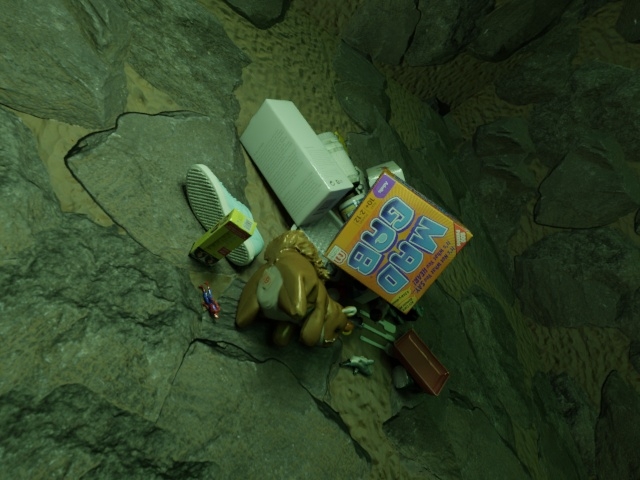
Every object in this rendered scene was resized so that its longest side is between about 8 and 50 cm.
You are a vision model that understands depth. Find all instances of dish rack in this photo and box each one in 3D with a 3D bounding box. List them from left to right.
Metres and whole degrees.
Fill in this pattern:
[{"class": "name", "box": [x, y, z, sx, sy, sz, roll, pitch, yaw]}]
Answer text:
[{"class": "dish rack", "box": [0.000, 0.000, 1.711, 0.285, 0.072, 0.332, 47, 38, -14]}]

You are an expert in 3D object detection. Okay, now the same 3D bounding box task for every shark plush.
[{"class": "shark plush", "box": [0.143, 0.479, 1.557, 0.161, 0.073, 0.067, 20, 81, -46]}]

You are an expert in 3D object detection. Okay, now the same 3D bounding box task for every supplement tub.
[{"class": "supplement tub", "box": [0.190, -0.104, 1.940, 0.144, 0.144, 0.199, -22, 82, -53]}]

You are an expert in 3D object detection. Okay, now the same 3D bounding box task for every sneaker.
[{"class": "sneaker", "box": [-0.316, -0.094, 1.384, 0.365, 0.135, 0.150, 63, 28, -8]}]

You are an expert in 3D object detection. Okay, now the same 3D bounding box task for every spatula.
[{"class": "spatula", "box": [0.255, 0.402, 1.764, 0.242, 0.019, 0.168, 32, 45, -31]}]

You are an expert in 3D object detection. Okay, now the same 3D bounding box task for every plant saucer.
[{"class": "plant saucer", "box": [0.422, 0.519, 1.743, 0.258, 0.047, 0.259, 50, 24, 17]}]

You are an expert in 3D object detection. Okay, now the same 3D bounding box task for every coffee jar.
[{"class": "coffee jar", "box": [0.390, 0.591, 1.734, 0.185, 0.079, 0.096, 26, 40, -35]}]

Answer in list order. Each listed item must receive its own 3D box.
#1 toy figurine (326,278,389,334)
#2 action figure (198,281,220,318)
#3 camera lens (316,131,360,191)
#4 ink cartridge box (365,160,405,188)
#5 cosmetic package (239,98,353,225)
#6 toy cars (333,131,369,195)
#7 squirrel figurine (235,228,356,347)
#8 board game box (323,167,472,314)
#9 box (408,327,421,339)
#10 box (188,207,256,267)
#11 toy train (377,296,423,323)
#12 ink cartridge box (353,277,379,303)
[{"class": "toy figurine", "box": [0.145, 0.242, 1.590, 0.148, 0.213, 0.209, -8, 75, -65]}, {"class": "action figure", "box": [-0.333, 0.183, 1.231, 0.115, 0.038, 0.030, 63, 15, 8]}, {"class": "camera lens", "box": [0.035, -0.319, 1.850, 0.219, 0.220, 0.274, -20, 81, -53]}, {"class": "ink cartridge box", "box": [0.339, -0.222, 2.011, 0.384, 0.161, 0.278, -73, 145, -73]}, {"class": "cosmetic package", "box": [-0.103, -0.310, 1.618, 0.162, 0.230, 0.453, -19, 71, -51]}, {"class": "toy cars", "box": [0.144, -0.374, 2.130, 0.393, 0.087, 0.176, 59, 25, -7]}, {"class": "squirrel figurine", "box": [-0.041, 0.173, 1.388, 0.371, 0.281, 0.396, 34, 46, -39]}, {"class": "board game box", "box": [0.278, -0.019, 1.532, 0.357, 0.356, 0.356, 36, 15, 0]}, {"class": "box", "box": [0.454, 0.532, 1.899, 0.201, 0.021, 0.164, 54, 37, -6]}, {"class": "box", "box": [-0.298, -0.003, 1.237, 0.087, 0.232, 0.058, 39, 38, -26]}, {"class": "toy train", "box": [0.356, 0.247, 1.864, 0.334, 0.142, 0.190, 42, 31, -42]}, {"class": "ink cartridge box", "box": [0.199, 0.175, 1.788, 0.060, 0.104, 0.180, 31, 44, -29]}]
